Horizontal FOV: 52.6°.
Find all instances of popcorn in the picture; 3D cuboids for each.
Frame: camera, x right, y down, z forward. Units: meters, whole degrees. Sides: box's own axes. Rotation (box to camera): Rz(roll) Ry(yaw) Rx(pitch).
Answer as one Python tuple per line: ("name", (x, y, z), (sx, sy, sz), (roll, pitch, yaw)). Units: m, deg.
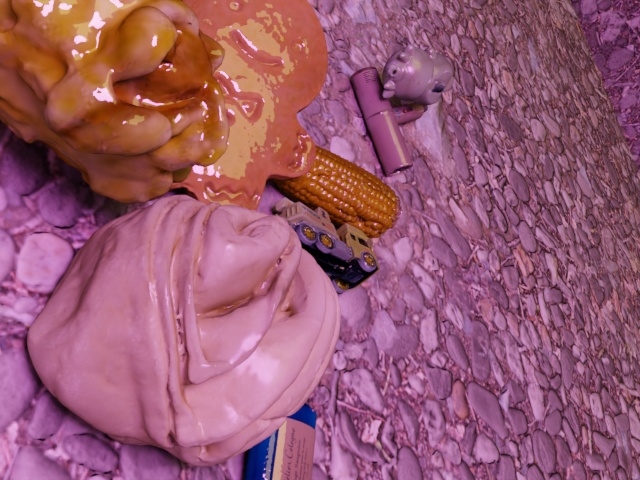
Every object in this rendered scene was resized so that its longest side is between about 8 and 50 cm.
("popcorn", (-0.207, -0.156, 0.618), (0.195, 0.255, 0.256), (-42, 140, -32))

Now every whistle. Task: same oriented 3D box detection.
("whistle", (0.179, -0.298, 1.172), (0.092, 0.110, 0.244), (37, 26, 24))

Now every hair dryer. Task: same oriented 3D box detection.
("hair dryer", (0.157, -0.215, 1.222), (0.220, 0.054, 0.195), (-4, 73, -55))

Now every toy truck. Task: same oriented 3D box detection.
("toy truck", (0.000, 0.000, 0.916), (0.169, 0.077, 0.100), (23, 41, -34))

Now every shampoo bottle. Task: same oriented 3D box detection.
("shampoo bottle", (-0.045, 0.248, 0.756), (0.087, 0.050, 0.183), (28, 52, -31))

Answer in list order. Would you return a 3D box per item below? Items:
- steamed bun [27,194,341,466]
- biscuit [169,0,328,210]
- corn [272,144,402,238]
("steamed bun", (-0.098, 0.083, 0.662), (0.289, 0.203, 0.276), (41, 49, -28))
("biscuit", (-0.109, -0.191, 0.817), (0.275, 0.052, 0.354), (33, 69, -22))
("corn", (0.021, -0.076, 0.962), (0.262, 0.097, 0.097), (26, 53, -33))
